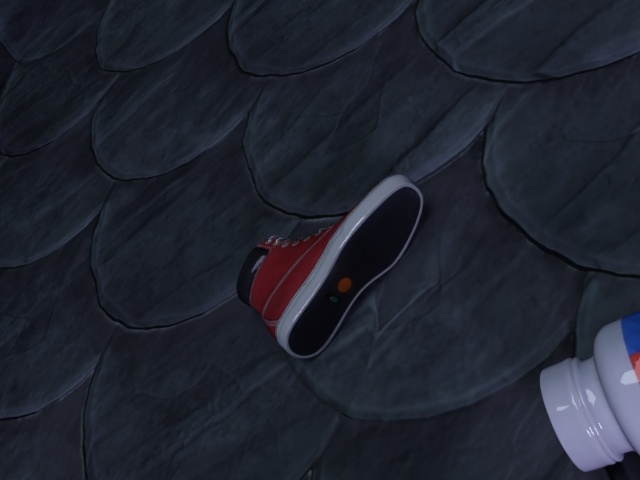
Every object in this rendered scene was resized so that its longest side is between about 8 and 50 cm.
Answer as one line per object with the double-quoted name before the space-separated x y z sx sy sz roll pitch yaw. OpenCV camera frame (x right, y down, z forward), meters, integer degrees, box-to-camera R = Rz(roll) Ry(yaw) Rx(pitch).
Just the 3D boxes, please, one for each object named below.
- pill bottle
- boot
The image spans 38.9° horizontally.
"pill bottle" 0.294 0.105 0.714 0.221 0.124 0.124 -28 44 22
"boot" 0.000 0.000 1.087 0.244 0.088 0.176 -51 39 2
